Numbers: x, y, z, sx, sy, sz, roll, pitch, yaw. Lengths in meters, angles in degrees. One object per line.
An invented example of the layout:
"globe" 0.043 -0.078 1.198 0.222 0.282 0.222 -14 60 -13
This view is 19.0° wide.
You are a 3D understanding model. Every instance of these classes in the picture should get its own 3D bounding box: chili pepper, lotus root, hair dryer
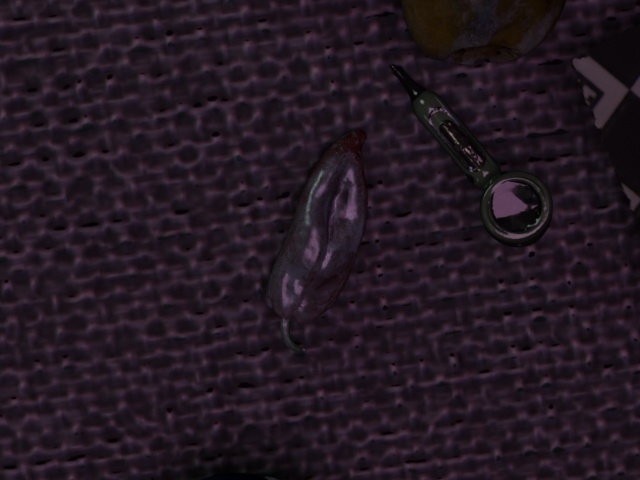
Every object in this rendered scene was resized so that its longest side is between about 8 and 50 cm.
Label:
"chili pepper" 0.001 0.000 1.260 0.050 0.041 0.153 12 103 -49
"lotus root" 0.112 -0.204 1.203 0.113 0.088 0.192 5 102 -28
"hair dryer" 0.093 -0.058 1.250 0.047 0.071 0.150 -42 83 1

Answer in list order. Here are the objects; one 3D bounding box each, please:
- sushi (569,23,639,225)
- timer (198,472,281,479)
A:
"sushi" 0.315 -0.042 1.267 0.264 0.050 0.290 -29 99 -12
"timer" -0.132 0.307 1.229 0.270 0.270 0.383 42 82 -10
